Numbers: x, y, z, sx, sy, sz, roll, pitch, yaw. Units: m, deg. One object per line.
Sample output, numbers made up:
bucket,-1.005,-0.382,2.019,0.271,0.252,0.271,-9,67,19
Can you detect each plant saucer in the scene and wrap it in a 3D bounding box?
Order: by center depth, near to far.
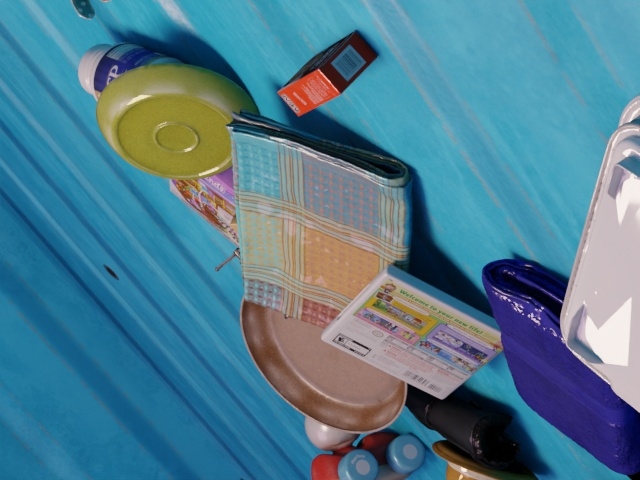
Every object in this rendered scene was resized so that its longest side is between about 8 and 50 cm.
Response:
plant saucer,-0.208,-0.160,1.953,0.241,0.037,0.241,1,143,1
plant saucer,0.012,0.167,2.119,0.311,0.050,0.310,20,131,26

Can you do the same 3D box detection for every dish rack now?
dish rack,0.347,0.057,1.269,0.285,0.072,0.333,40,142,33

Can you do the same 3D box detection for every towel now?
towel,0.327,0.160,1.740,0.228,0.076,0.308,38,162,36
towel,0.000,0.000,1.886,0.271,0.040,0.370,19,139,18

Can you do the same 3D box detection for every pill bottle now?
pill bottle,-0.284,-0.240,2.046,0.187,0.112,0.112,24,153,44

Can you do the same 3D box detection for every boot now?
boot,0.196,0.254,2.142,0.246,0.094,0.207,48,165,-34

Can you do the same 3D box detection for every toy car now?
toy car,0.057,0.380,2.635,0.219,0.210,0.238,-49,58,58

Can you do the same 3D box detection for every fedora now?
fedora,0.264,0.392,2.212,0.194,0.079,0.194,19,-176,-1

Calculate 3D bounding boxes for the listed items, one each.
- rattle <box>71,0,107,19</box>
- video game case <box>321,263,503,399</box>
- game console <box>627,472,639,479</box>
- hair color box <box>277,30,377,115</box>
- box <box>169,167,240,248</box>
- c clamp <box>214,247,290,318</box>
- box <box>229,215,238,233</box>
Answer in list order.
rattle,-0.400,-0.414,1.986,0.200,0.130,0.143,22,180,-21
video game case,0.137,0.134,1.908,0.212,0.023,0.193,28,137,-13
game console,0.496,0.394,1.923,0.213,0.044,0.361,43,161,3
hair color box,0.007,-0.199,1.616,0.043,0.072,0.141,47,160,-10
box,-0.125,-0.054,2.195,0.293,0.057,0.201,39,159,12
c clamp,-0.070,0.062,2.057,0.160,0.022,0.137,46,132,1
box,-0.013,0.010,2.028,0.201,0.021,0.164,-2,146,36
